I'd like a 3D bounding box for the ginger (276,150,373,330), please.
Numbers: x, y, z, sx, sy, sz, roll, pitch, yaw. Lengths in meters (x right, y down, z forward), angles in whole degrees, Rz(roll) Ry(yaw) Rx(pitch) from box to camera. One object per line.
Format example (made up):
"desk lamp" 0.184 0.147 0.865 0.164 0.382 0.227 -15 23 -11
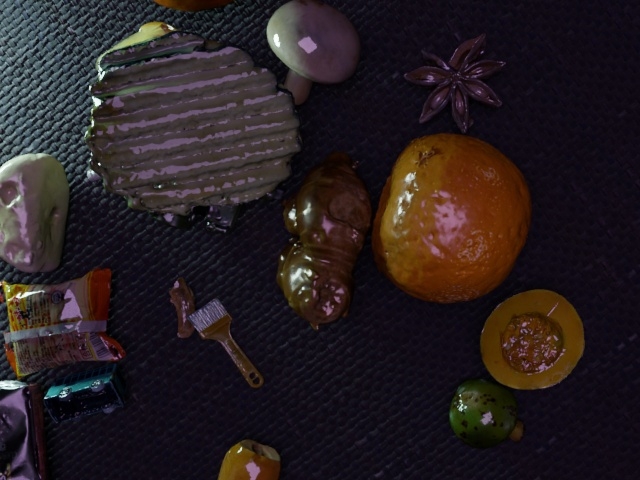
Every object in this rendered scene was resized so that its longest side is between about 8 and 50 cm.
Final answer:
"ginger" 0.004 -0.010 1.638 0.152 0.274 0.358 11 94 -15

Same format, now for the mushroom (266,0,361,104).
"mushroom" -0.025 -0.387 1.687 0.207 0.207 0.215 31 126 5

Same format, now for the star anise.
"star anise" 0.290 -0.322 1.697 0.212 0.073 0.197 -12 85 8

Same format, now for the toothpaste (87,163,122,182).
"toothpaste" -0.374 -0.194 1.764 0.301 0.075 0.048 -21 77 10

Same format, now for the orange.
"orange" 0.260 -0.037 1.571 0.293 0.340 0.341 18 92 -4

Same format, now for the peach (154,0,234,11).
"peach" -0.246 -0.631 1.629 0.342 0.343 0.302 -15 71 5

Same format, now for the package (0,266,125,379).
"package" -0.581 0.178 1.763 0.288 0.108 0.223 -12 87 8

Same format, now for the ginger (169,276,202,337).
"ginger" -0.299 0.146 1.768 0.044 0.057 0.137 -2 101 49

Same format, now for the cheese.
"cheese" -0.670 -0.082 1.743 0.251 0.173 0.248 19 93 10

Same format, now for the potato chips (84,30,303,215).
"potato chips" -0.253 -0.233 1.592 0.429 0.070 0.359 -10 100 -2

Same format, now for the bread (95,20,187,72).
"bread" -0.327 -0.337 1.717 0.204 0.162 0.262 -39 65 6

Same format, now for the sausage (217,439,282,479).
"sausage" -0.188 0.605 1.720 0.134 0.116 0.354 20 95 -9

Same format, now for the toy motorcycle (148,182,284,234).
"toy motorcycle" -0.231 -0.099 1.717 0.275 0.127 0.205 23 97 1

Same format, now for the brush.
"brush" -0.197 0.233 1.761 0.082 0.010 0.218 -35 89 -19

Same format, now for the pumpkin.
"pumpkin" 0.426 0.201 1.674 0.217 0.110 0.218 -1 97 -5

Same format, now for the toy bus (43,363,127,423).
"toy bus" -0.512 0.334 1.761 0.160 0.092 0.079 -16 117 5

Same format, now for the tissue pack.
"tissue pack" -0.720 0.479 1.766 0.244 0.123 0.333 -4 89 8

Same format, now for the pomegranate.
"pomegranate" 0.349 0.368 1.663 0.169 0.122 0.143 34 90 6
